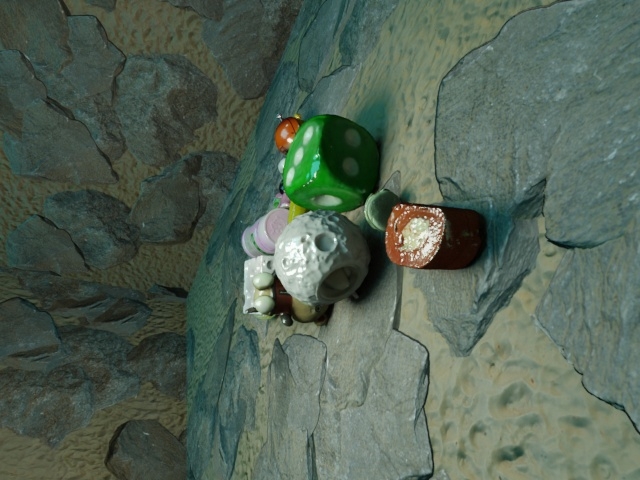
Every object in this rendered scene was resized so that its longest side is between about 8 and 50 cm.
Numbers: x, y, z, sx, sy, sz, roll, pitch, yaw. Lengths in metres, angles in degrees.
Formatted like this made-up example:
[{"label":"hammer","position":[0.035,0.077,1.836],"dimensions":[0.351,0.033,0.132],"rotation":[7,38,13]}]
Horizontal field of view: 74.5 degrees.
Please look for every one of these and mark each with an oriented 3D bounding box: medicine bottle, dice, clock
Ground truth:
[{"label":"medicine bottle","position":[-0.258,-0.025,2.170],"dimensions":[0.325,0.212,0.212],"rotation":[-23,56,57]},{"label":"dice","position":[0.038,-0.287,1.637],"dimensions":[0.297,0.287,0.300],"rotation":[-26,54,58]},{"label":"clock","position":[-0.191,-0.226,2.271],"dimensions":[0.194,0.100,0.196],"rotation":[-34,45,55]}]

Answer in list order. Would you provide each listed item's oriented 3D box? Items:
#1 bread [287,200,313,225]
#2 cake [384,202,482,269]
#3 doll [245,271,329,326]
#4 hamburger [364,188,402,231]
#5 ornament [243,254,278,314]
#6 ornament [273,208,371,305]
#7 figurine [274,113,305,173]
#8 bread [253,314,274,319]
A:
[{"label":"bread","position":[-0.091,-0.129,1.992],"dimensions":[0.166,0.112,0.384],"rotation":[99,178,-72]},{"label":"cake","position":[0.296,-0.010,1.144],"dimensions":[0.283,0.150,0.177],"rotation":[-162,75,-64]},{"label":"doll","position":[-0.117,0.222,1.621],"dimensions":[0.174,0.329,0.235],"rotation":[-43,46,53]},{"label":"hamburger","position":[0.205,-0.098,1.377],"dimensions":[0.140,0.133,0.062],"rotation":[-33,14,-18]},{"label":"ornament","position":[-0.185,0.199,1.830],"dimensions":[0.239,0.239,0.240],"rotation":[-18,70,62]},{"label":"ornament","position":[-0.001,0.054,1.466],"dimensions":[0.337,0.337,0.337],"rotation":[-40,43,50]},{"label":"figurine","position":[-0.142,-0.505,2.212],"dimensions":[0.320,0.196,0.323],"rotation":[152,118,-64]},{"label":"bread","position":[-0.242,0.251,2.073],"dimensions":[0.261,0.158,0.156],"rotation":[-60,19,29]}]
